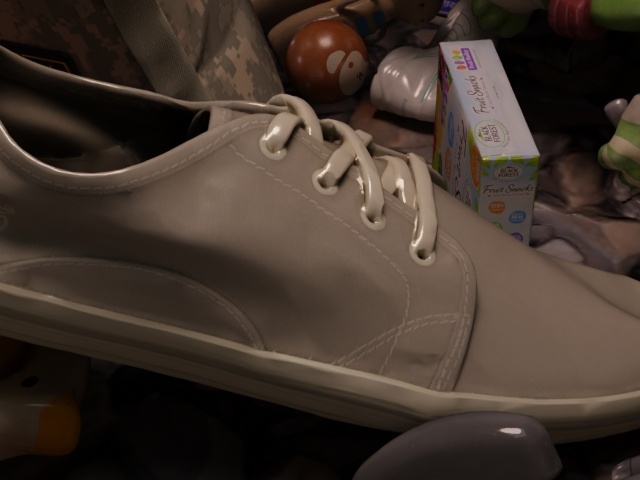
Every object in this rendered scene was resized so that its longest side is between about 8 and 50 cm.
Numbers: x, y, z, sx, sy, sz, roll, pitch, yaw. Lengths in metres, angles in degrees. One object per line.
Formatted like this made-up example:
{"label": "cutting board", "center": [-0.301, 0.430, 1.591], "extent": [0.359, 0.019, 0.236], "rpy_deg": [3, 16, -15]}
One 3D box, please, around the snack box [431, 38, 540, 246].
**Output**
{"label": "snack box", "center": [0.096, -0.045, 0.965], "extent": [0.037, 0.100, 0.141], "rpy_deg": [-4, 35, -5]}

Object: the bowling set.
{"label": "bowling set", "center": [0.027, -0.186, 1.080], "extent": [0.154, 0.287, 0.200], "rpy_deg": [-23, 65, 0]}

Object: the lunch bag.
{"label": "lunch bag", "center": [-0.132, -0.154, 0.984], "extent": [0.169, 0.235, 0.287], "rpy_deg": [-27, 37, -1]}

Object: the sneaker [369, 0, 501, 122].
{"label": "sneaker", "center": [0.101, -0.125, 1.131], "extent": [0.061, 0.054, 0.152], "rpy_deg": [28, 51, 27]}

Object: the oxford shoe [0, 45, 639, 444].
{"label": "oxford shoe", "center": [0.000, 0.000, 0.806], "extent": [0.449, 0.130, 0.169], "rpy_deg": [13, 20, -13]}

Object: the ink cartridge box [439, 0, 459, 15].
{"label": "ink cartridge box", "center": [0.141, -0.300, 1.373], "extent": [0.175, 0.069, 0.371], "rpy_deg": [17, 41, 24]}

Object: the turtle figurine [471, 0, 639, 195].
{"label": "turtle figurine", "center": [0.226, -0.088, 0.974], "extent": [0.198, 0.275, 0.266], "rpy_deg": [-40, 41, -12]}

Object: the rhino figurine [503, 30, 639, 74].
{"label": "rhino figurine", "center": [0.246, -0.151, 1.143], "extent": [0.243, 0.073, 0.106], "rpy_deg": [-9, 39, -10]}

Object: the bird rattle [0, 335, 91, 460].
{"label": "bird rattle", "center": [-0.225, 0.062, 0.837], "extent": [0.207, 0.143, 0.253], "rpy_deg": [3, 20, -15]}

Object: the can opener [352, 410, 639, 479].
{"label": "can opener", "center": [0.142, 0.102, 0.690], "extent": [0.280, 0.093, 0.074], "rpy_deg": [-19, 4, 20]}
